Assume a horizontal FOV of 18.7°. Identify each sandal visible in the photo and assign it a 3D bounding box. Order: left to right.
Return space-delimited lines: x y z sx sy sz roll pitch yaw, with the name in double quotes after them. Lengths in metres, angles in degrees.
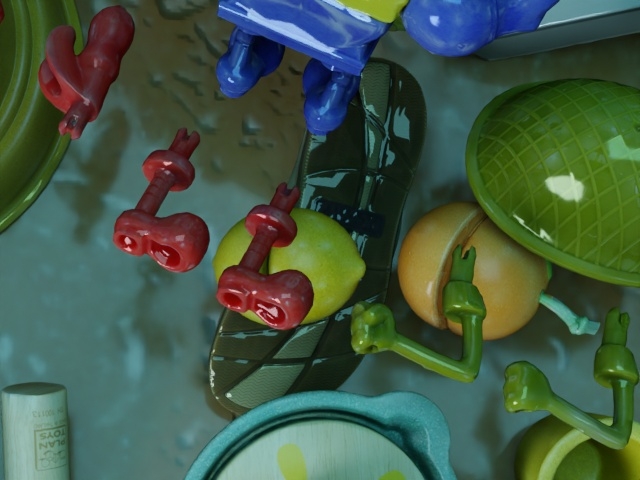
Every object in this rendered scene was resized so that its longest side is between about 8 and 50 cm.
0.000 0.000 0.921 0.072 0.049 0.180 20 89 -14 "sandal"

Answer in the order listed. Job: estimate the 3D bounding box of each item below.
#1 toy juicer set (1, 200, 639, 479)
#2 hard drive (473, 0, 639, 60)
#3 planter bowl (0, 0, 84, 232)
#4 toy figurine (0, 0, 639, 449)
-0.017 0.098 0.857 0.329 0.089 0.209 -23 102 -8 "toy juicer set"
0.155 -0.257 0.946 0.203 0.040 0.307 -9 77 28 "hard drive"
-0.219 -0.094 0.899 0.217 0.090 0.217 1 78 -6 "planter bowl"
0.021 -0.097 0.773 0.363 0.217 0.191 25 52 5 "toy figurine"
